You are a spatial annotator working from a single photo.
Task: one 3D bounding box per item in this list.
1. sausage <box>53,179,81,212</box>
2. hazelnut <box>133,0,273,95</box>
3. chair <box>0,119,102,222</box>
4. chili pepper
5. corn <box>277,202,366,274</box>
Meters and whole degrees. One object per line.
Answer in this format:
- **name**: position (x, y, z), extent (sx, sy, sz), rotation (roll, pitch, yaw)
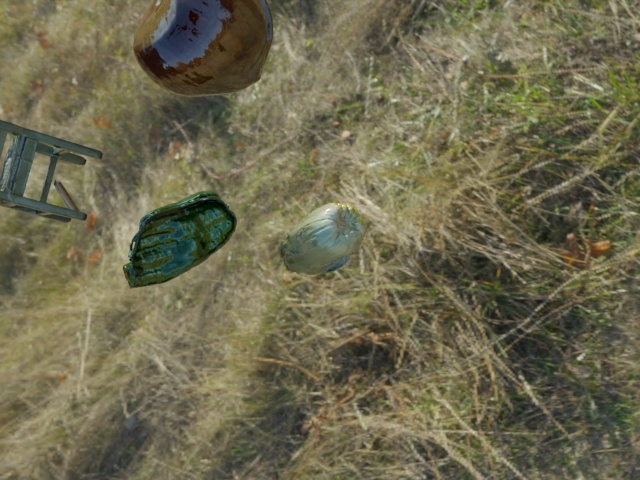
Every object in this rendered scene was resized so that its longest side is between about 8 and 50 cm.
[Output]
- **sausage**: position (-0.471, -0.074, 1.285), extent (0.015, 0.100, 0.015), rotation (-13, 39, 11)
- **hazelnut**: position (-0.313, -0.570, 1.881), extent (0.409, 0.359, 0.359), rotation (-6, 78, 47)
- **chair**: position (-0.540, -0.126, 1.192), extent (0.147, 0.270, 0.136), rotation (2, 79, 57)
- **chili pepper**: position (-0.440, -0.011, 2.079), extent (0.213, 0.385, 0.167), rotation (62, 158, -13)
- **corn**: position (-0.002, 0.004, 1.493), extent (0.305, 0.123, 0.122), rotation (139, 116, -66)
